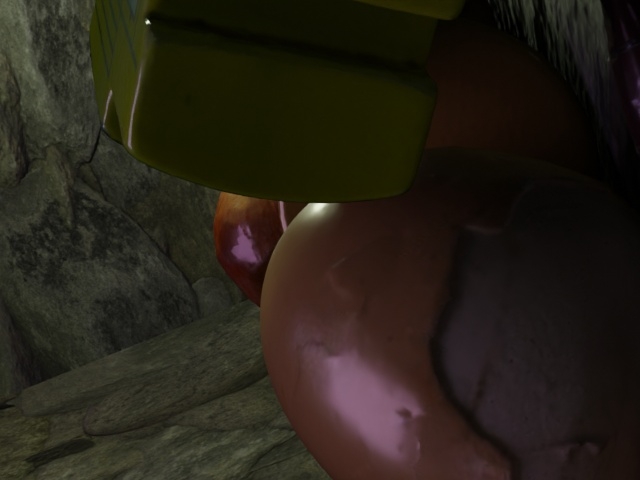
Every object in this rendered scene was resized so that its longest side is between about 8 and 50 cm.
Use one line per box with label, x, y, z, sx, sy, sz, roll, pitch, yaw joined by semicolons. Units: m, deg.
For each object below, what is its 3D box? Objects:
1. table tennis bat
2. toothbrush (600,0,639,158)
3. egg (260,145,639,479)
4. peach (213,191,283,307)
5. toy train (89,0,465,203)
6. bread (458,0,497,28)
table tennis bat;0.059;0.024;0.742;0.050;0.199;0.320;-35;-45;-68
toothbrush;0.166;-0.036;0.548;0.041;0.041;0.363;160;89;-84
egg;0.074;0.052;0.619;0.244;0.201;0.201;23;142;41
peach;0.000;0.000;1.372;0.235;0.214;0.214;59;177;-21
toy train;-0.036;-0.187;0.640;0.442;0.179;0.272;-116;37;-62
bread;0.060;-0.030;0.872;0.277;0.167;0.324;-146;34;-79
